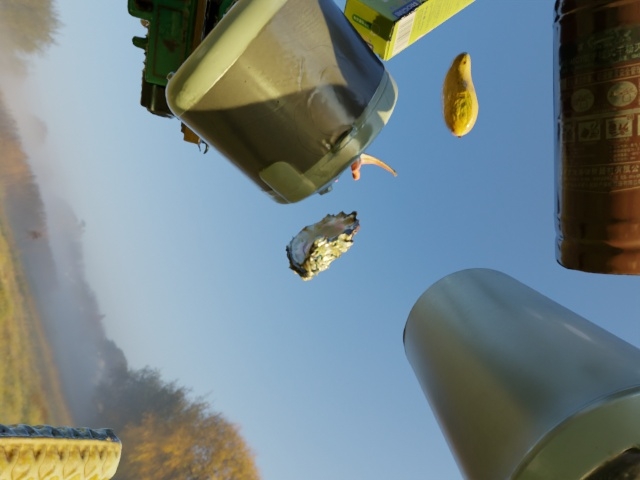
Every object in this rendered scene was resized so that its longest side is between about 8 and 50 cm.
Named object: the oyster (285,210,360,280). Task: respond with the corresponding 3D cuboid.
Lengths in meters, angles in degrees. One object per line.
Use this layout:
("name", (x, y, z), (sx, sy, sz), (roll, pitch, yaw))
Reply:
("oyster", (0.004, 0.006, 1.206), (0.198, 0.260, 0.092), (-11, -65, 33))

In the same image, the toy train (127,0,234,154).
("toy train", (-0.248, -0.386, 0.853), (0.178, 0.249, 0.429), (-99, -157, -61))

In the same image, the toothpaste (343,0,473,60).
("toothpaste", (0.184, -0.459, 0.819), (0.110, 0.327, 0.077), (38, -28, 19))

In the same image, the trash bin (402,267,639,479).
("trash bin", (0.284, 0.218, 0.553), (0.432, 0.280, 0.280), (-111, -168, -73))

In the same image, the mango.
("mango", (0.316, -0.330, 0.999), (0.098, 0.075, 0.190), (168, -80, -70))

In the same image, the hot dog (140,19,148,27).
("hot dog", (-0.380, -0.526, 1.006), (0.144, 0.062, 0.038), (8, -48, 58))

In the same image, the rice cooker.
("rice cooker", (-0.050, -0.218, 0.647), (0.277, 0.288, 0.288), (40, -22, -28))

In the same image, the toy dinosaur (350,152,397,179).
("toy dinosaur", (0.026, -0.175, 0.924), (0.101, 0.279, 0.055), (99, -6, -60))

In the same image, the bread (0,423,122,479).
("bread", (-0.391, 0.287, 0.576), (0.367, 0.077, 0.084), (66, 10, -62))

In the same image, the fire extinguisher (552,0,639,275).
("fire extinguisher", (0.288, -0.141, 0.402), (0.135, 0.114, 0.337), (4, -73, 45))
